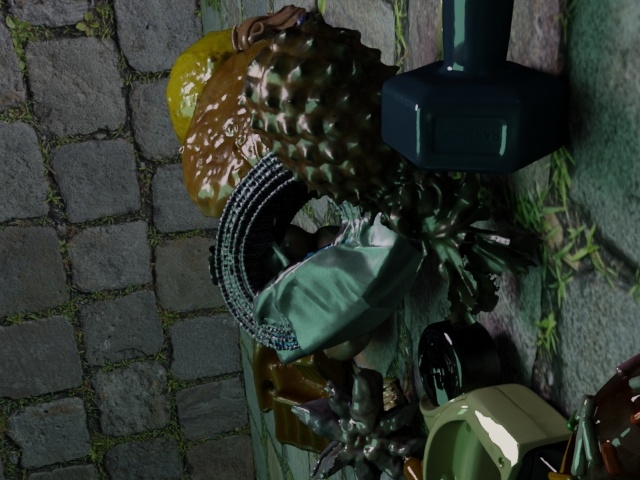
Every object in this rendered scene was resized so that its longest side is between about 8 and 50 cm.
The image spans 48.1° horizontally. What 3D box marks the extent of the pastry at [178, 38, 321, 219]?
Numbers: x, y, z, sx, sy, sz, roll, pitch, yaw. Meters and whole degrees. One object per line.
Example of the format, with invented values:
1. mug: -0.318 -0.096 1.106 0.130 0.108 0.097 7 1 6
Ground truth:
1. pastry: -0.073 -0.165 1.144 0.315 0.184 0.284 -48 50 19

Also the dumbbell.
1. dumbbell: 0.124 -0.215 0.563 0.144 0.156 0.316 20 124 39

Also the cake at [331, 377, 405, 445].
1. cake: 0.067 0.286 1.185 0.185 0.116 0.079 108 146 -69

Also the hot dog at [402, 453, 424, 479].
1. hot dog: 0.176 0.374 0.907 0.269 0.072 0.109 -121 28 -51

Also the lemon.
1. lemon: -0.161 -0.258 1.387 0.321 0.269 0.268 98 158 -68

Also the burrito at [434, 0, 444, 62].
1. burrito: 0.137 -0.242 0.707 0.045 0.041 0.185 -50 -34 -51

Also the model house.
1. model house: -0.030 0.283 1.414 0.239 0.174 0.267 -122 23 -56

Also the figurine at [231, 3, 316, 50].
1. figurine: -0.072 -0.351 1.229 0.126 0.157 0.113 140 140 -79

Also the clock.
1. clock: 0.194 0.258 0.681 0.379 0.120 0.276 -138 46 -66

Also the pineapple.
1. pineapple: 0.068 -0.073 0.751 0.361 0.175 0.175 51 158 12

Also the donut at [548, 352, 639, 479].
1. donut: 0.240 0.171 0.381 0.270 0.103 0.269 25 119 55

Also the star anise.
1. star anise: 0.064 0.289 1.077 0.093 0.229 0.236 -50 -29 -65

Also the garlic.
1. garlic: -0.012 0.083 1.165 0.292 0.210 0.237 96 166 -71

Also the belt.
1. belt: 0.000 0.000 0.938 0.325 0.122 0.260 -38 68 28
